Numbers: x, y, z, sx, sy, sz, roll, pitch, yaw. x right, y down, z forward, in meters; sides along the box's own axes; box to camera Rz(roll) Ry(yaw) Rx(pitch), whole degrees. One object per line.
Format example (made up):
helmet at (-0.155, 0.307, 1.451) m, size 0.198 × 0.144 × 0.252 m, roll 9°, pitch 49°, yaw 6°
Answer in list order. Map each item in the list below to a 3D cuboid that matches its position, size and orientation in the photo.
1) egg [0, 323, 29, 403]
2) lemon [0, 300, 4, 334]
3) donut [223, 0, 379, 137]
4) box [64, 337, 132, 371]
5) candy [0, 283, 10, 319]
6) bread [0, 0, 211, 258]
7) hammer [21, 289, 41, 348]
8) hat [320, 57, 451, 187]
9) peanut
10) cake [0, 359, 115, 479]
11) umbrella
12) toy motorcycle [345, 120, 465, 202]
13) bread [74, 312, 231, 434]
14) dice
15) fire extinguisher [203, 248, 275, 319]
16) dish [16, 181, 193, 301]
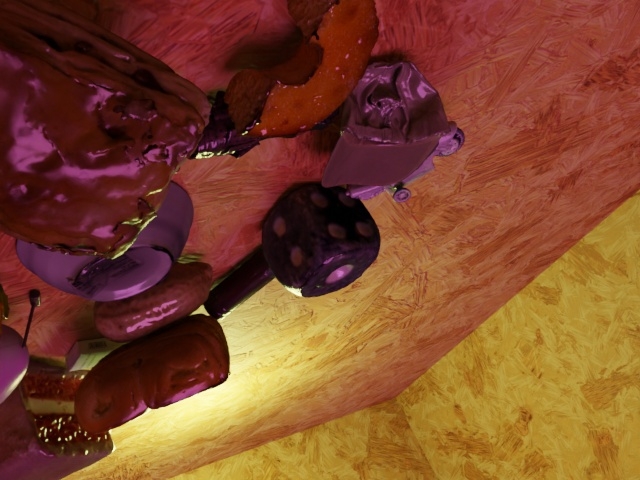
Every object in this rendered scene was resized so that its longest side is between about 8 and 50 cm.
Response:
egg at (-0.656, 0.240, 1.143) m, size 0.271 × 0.196 × 0.196 m, roll -28°, pitch 155°, yaw -6°
lemon at (-0.596, 0.118, 0.873) m, size 0.296 × 0.297 × 0.297 m, roll -22°, pitch 155°, yaw -11°
donut at (-0.015, -0.247, 0.919) m, size 0.259 × 0.101 × 0.152 m, roll -53°, pitch 148°, yaw 18°
box at (-0.501, 0.259, 1.514) m, size 0.154 × 0.040 × 0.084 m, roll -2°, pitch 142°, yaw -45°
candy at (-0.621, 0.114, 1.064) m, size 0.209 × 0.097 × 0.097 m, roll -14°, pitch 153°, yaw -14°
bread at (-0.318, -0.112, 0.697) m, size 0.324 × 0.167 × 0.277 m, roll 31°, pitch 124°, yaw -22°
hammer at (-0.529, 0.146, 1.192) m, size 0.019 × 0.110 × 0.035 m, roll 7°, pitch 145°, yaw -16°
hat at (0.091, -0.200, 1.159) m, size 0.214 × 0.149 × 0.244 m, roll -2°, pitch 164°, yaw -28°
peanut at (-0.333, 0.116, 1.320) m, size 0.253 × 0.137 × 0.122 m, roll -23°, pitch 113°, yaw -11°
cake at (-0.640, 0.414, 1.449) m, size 0.230 × 0.237 × 0.309 m, roll -29°, pitch 158°, yaw 11°
umbrella at (-0.118, -0.175, 1.004) m, size 0.325 × 0.090 × 0.094 m, roll -20°, pitch 152°, yaw -22°
toy motorcycle at (0.148, -0.175, 1.278) m, size 0.260 × 0.110 × 0.171 m, roll -27°, pitch 138°, yaw 16°
bread at (-0.358, 0.267, 1.388) m, size 0.327 × 0.148 × 0.337 m, roll -20°, pitch -179°, yaw -6°
dice at (0.000, 0.000, 1.354) m, size 0.182 × 0.183 × 0.181 m, roll -3°, pitch 144°, yaw -44°
fire extinguisher at (-0.152, 0.078, 1.490) m, size 0.267 × 0.072 × 0.089 m, roll -38°, pitch -175°, yaw 21°
dish at (-0.352, 0.025, 1.136) m, size 0.316 × 0.106 × 0.316 m, roll -22°, pitch 155°, yaw -11°
